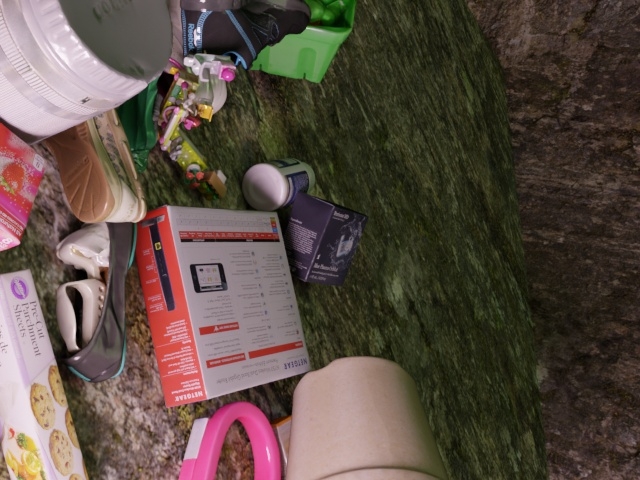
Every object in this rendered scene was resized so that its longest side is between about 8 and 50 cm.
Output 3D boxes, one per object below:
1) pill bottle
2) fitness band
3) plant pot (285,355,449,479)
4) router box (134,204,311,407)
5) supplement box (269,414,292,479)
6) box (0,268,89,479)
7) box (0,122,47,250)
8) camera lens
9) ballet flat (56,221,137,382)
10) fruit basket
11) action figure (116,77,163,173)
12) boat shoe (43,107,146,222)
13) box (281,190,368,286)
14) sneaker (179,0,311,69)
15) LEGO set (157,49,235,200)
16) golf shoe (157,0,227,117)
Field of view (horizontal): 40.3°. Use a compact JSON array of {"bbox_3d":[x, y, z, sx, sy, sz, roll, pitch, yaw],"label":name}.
[{"bbox_3d":[-0.076,-0.113,1.720,0.169,0.094,0.094,-23,96,-63],"label":"pill bottle"},{"bbox_3d":[-0.136,0.392,1.362,0.209,0.054,0.291,52,35,-37],"label":"fitness band"},{"bbox_3d":[0.069,0.375,1.442,0.334,0.334,0.305,50,23,-39],"label":"plant pot"},{"bbox_3d":[-0.156,0.100,1.454,0.335,0.082,0.301,2,74,-63],"label":"router box"},{"bbox_3d":[-0.064,0.365,1.534,0.062,0.036,0.098,-10,84,-64],"label":"supplement box"},{"bbox_3d":[-0.349,0.198,1.044,0.067,0.063,0.324,-12,86,-65],"label":"box"},{"bbox_3d":[-0.445,-0.096,0.956,0.257,0.122,0.128,46,38,-43],"label":"box"},{"bbox_3d":[-0.346,-0.240,1.053,0.219,0.274,0.219,34,48,-48],"label":"camera lens"},{"bbox_3d":[-0.306,0.050,1.184,0.096,0.095,0.280,24,53,-46],"label":"ballet flat"},{"bbox_3d":[-0.018,-0.556,1.764,0.392,0.283,0.392,-169,-90,-88],"label":"fruit basket"},{"bbox_3d":[-0.292,-0.219,1.358,0.063,0.137,0.232,18,68,-74],"label":"action figure"},{"bbox_3d":[-0.322,-0.148,1.214,0.089,0.104,0.285,7,59,-53],"label":"boat shoe"},{"bbox_3d":[0.000,0.000,1.727,0.156,0.093,0.158,13,99,-60],"label":"box"},{"bbox_3d":[-0.134,-0.370,1.515,0.341,0.125,0.140,-17,117,-57],"label":"sneaker"},{"bbox_3d":[-0.210,-0.161,1.416,0.107,0.132,0.287,-104,-163,-49],"label":"LEGO set"},{"bbox_3d":[-0.261,-0.348,1.478,0.140,0.115,0.306,-42,112,-58],"label":"golf shoe"}]
